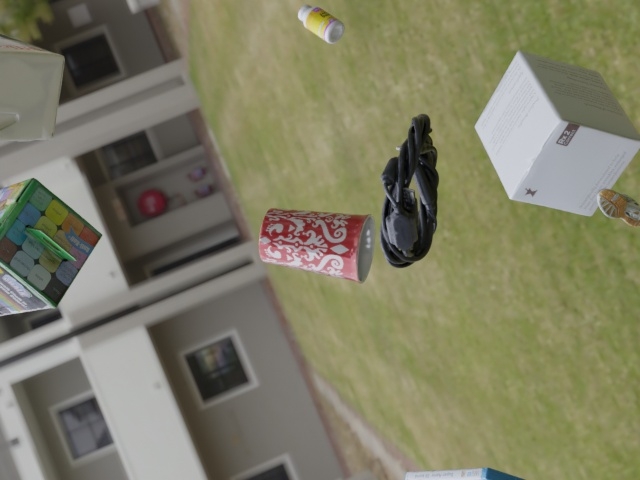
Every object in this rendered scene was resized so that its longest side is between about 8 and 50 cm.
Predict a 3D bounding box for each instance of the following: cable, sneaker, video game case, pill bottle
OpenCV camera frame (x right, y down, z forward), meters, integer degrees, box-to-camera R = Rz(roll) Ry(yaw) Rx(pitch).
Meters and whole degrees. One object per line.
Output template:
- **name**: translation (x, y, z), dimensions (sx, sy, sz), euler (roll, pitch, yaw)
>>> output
- **cable**: translation (0.101, -0.053, 1.308), dimensions (0.184, 0.047, 0.150), euler (70, -150, -56)
- **sneaker**: translation (0.370, -0.046, 1.452), dimensions (0.083, 0.032, 0.037), euler (28, -154, -31)
- **video game case**: translation (0.189, 0.284, 1.333), dimensions (0.166, 0.119, 0.015), euler (-24, 49, 59)
- **pill bottle**: translation (0.000, -0.380, 2.027), dimensions (0.083, 0.043, 0.043), euler (38, 159, 30)

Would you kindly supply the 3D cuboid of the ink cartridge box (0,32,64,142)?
- **ink cartridge box**: translation (-0.422, -0.185, 1.260), dimensions (0.237, 0.172, 0.100), euler (22, 108, 30)

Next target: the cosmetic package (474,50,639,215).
- **cosmetic package**: translation (0.349, -0.158, 1.724), dimensions (0.184, 0.151, 0.151), euler (-106, 35, -45)

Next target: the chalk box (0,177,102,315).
- **chalk box**: translation (-0.403, 0.009, 1.590), dimensions (0.213, 0.132, 0.132), euler (-10, 133, 47)

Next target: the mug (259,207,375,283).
- **mug**: translation (-0.002, 0.009, 1.904), dimensions (0.150, 0.169, 0.113), euler (55, -135, -69)
